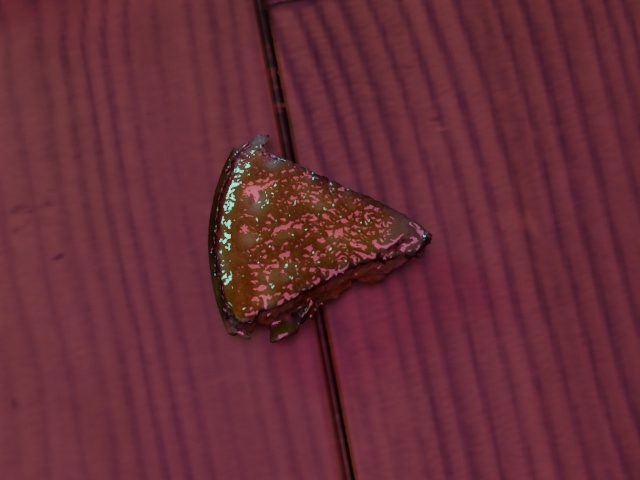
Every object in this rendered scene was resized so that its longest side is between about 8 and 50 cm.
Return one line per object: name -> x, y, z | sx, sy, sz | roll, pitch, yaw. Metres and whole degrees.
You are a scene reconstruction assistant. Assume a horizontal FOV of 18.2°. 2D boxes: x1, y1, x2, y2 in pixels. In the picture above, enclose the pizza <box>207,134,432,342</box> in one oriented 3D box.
pizza -> 0.000, 0.000, 1.730 | 0.195, 0.052, 0.185 | 1, 77, 5
